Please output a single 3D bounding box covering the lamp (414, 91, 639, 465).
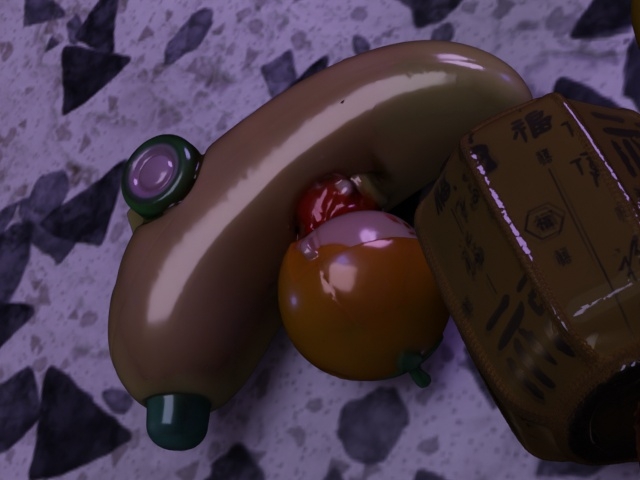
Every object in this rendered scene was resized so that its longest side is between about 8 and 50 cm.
[{"bbox_3d":[0.144,0.020,0.875,0.161,0.161,0.185,-35,52,18],"label":"lamp"}]

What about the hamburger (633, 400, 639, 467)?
[{"bbox_3d":[0.236,0.131,0.734,0.118,0.182,0.191,-32,52,29],"label":"hamburger"}]

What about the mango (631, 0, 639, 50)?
[{"bbox_3d":[0.294,-0.146,0.876,0.251,0.114,0.156,-17,51,30],"label":"mango"}]

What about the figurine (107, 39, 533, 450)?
[{"bbox_3d":[0.000,0.000,1.020,0.324,0.124,0.222,-34,51,13],"label":"figurine"}]
